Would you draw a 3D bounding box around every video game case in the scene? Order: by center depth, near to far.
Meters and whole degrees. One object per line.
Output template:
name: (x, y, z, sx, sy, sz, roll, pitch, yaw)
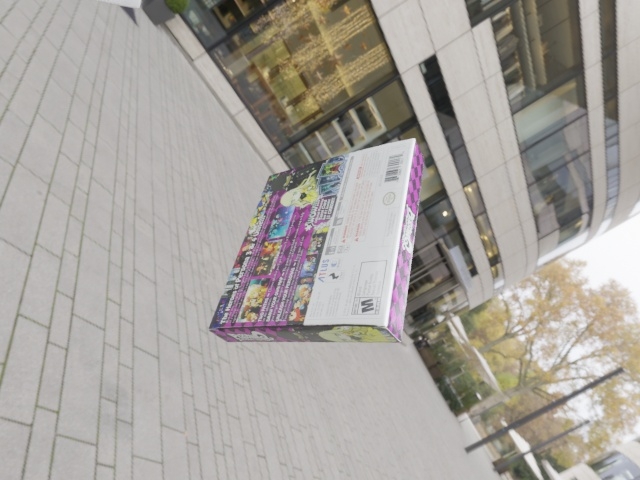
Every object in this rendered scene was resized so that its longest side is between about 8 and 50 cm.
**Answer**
video game case: (0.000, 0.000, 0.469, 0.042, 0.210, 0.232, 50, 43, -41)

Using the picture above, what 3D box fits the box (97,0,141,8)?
box: (-0.296, -0.330, 0.426, 0.203, 0.103, 0.114, -16, 61, -43)
